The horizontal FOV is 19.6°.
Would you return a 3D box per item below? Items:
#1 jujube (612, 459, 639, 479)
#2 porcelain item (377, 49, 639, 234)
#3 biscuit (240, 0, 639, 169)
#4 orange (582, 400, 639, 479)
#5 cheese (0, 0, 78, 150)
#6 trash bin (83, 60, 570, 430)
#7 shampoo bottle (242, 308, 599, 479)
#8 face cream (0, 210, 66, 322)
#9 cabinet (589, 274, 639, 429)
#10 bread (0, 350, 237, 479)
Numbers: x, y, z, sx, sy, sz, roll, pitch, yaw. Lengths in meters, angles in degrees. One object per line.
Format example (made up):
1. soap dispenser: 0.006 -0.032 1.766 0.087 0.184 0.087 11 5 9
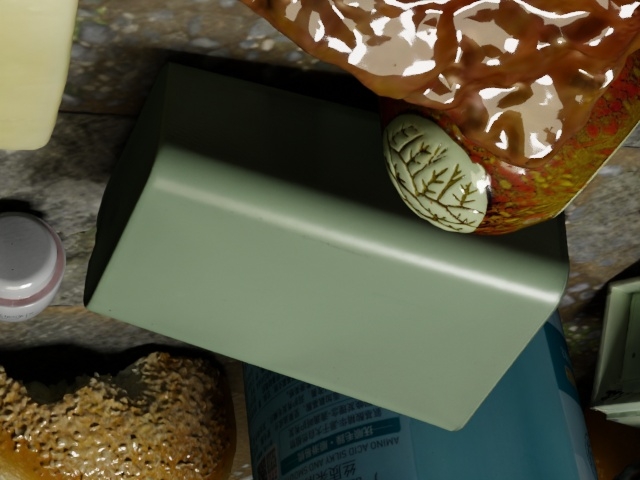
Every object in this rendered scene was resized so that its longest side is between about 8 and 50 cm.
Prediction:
1. jujube: 0.401 0.334 1.857 0.308 0.215 0.246 16 150 -18
2. porcelain item: 0.122 -0.132 1.362 0.253 0.253 0.253 -6 150 -4
3. biscuit: 0.113 -0.263 1.052 0.342 0.166 0.395 30 121 -27
4. orange: 0.382 0.249 2.067 0.219 0.193 0.219 -15 160 -6
5. cheese: -0.300 -0.164 1.253 0.265 0.124 0.242 0 153 -14
6. trash bin: 0.000 0.000 1.519 0.343 0.158 0.223 17 136 -13
7. shampoo bottle: 0.095 0.215 1.783 0.331 0.343 0.331 -7 150 -4
8. face cream: -0.269 0.025 1.618 0.091 0.091 0.095 -2 156 -11
9. cabinet: 0.401 0.128 1.843 0.206 0.150 0.145 18 163 -27
10. bread: -0.219 0.217 1.858 0.314 0.192 0.171 10 147 -29
